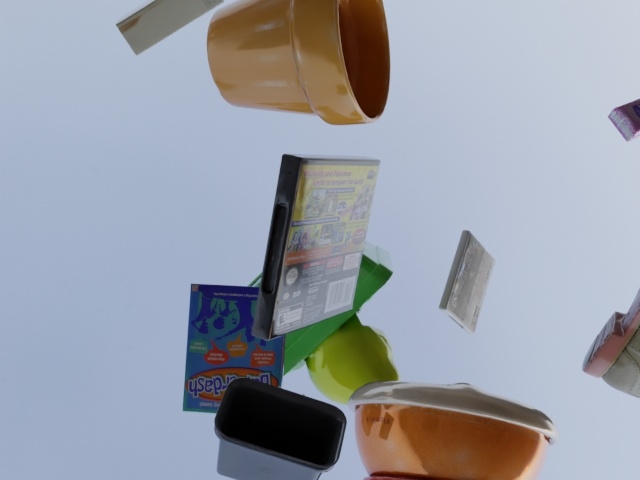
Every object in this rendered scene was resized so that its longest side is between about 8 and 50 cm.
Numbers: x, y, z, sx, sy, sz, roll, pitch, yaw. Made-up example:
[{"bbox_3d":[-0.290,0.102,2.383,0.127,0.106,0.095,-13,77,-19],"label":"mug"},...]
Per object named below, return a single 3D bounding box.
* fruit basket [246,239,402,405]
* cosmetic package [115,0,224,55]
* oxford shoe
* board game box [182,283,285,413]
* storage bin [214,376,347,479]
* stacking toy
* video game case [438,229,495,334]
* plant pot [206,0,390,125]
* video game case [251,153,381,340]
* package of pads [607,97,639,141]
[{"bbox_3d":[0.024,0.183,1.636,0.392,0.392,0.283,33,-170,-3],"label":"fruit basket"},{"bbox_3d":[-0.165,-0.254,0.896,0.041,0.115,0.060,58,-174,-24],"label":"cosmetic package"},{"bbox_3d":[0.649,0.133,1.496,0.146,0.397,0.140,33,-142,9],"label":"oxford shoe"},{"bbox_3d":[-0.138,0.179,1.338,0.160,0.047,0.210,2,-95,6],"label":"board game box"},{"bbox_3d":[-0.050,0.218,0.888,0.135,0.091,0.098,18,-141,0],"label":"storage bin"},{"bbox_3d":[0.182,0.483,1.300,0.351,0.350,0.480,17,-109,-16],"label":"stacking toy"},{"bbox_3d":[0.333,0.096,1.836,0.173,0.022,0.190,39,-114,-50],"label":"video game case"},{"bbox_3d":[-0.031,-0.241,1.019,0.188,0.205,0.205,-3,-132,21],"label":"plant pot"},{"bbox_3d":[0.000,0.000,1.183,0.035,0.248,0.275,15,-169,25],"label":"video game case"},{"bbox_3d":[0.453,-0.174,1.149,0.083,0.032,0.050,-21,-111,-21],"label":"package of pads"}]
